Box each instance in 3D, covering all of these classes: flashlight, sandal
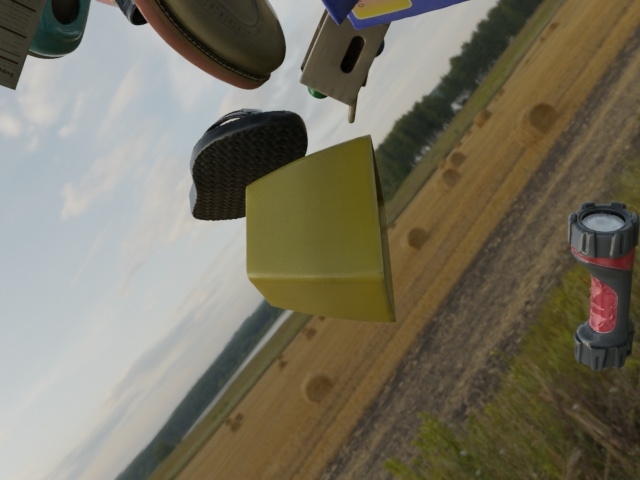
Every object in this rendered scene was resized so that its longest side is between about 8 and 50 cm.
[{"bbox_3d":[0.458,0.085,1.029,0.103,0.103,0.304,-36,-50,-31],"label":"flashlight"},{"bbox_3d":[-0.151,-0.139,1.069,0.168,0.107,0.446,-2,-13,-22],"label":"sandal"}]

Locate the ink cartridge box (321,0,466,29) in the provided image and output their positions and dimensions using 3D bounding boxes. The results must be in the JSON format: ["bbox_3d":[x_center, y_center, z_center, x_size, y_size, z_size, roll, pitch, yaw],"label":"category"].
[{"bbox_3d":[0.044,-0.346,0.428,0.270,0.151,0.395,39,-131,-54],"label":"ink cartridge box"}]

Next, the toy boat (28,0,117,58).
[{"bbox_3d":[-0.430,-0.459,1.123,0.318,0.148,0.267,-34,-43,-64],"label":"toy boat"}]

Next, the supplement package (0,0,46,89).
[{"bbox_3d":[-0.439,-0.305,0.813,0.105,0.105,0.179,15,-82,-56],"label":"supplement package"}]

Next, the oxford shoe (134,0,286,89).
[{"bbox_3d":[-0.095,-0.264,0.484,0.147,0.140,0.397,-18,-27,13],"label":"oxford shoe"}]

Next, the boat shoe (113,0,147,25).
[{"bbox_3d":[-0.208,-0.463,1.052,0.301,0.102,0.108,-31,-21,-6],"label":"boat shoe"}]

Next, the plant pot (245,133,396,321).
[{"bbox_3d":[0.000,0.000,0.903,0.212,0.187,0.212,66,-161,-65],"label":"plant pot"}]

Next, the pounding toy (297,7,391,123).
[{"bbox_3d":[0.032,-0.222,0.792,0.130,0.100,0.141,-99,33,-70],"label":"pounding toy"}]
